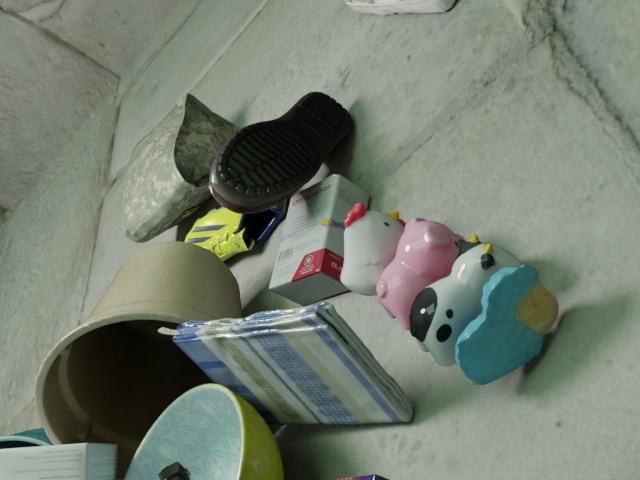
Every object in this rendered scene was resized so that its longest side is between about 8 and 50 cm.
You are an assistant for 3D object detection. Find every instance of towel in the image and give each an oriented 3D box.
[{"bbox_3d":[-0.040,0.165,1.013,0.285,0.209,0.034,-13,35,42],"label":"towel"}]

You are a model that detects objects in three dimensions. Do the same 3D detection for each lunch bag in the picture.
[{"bbox_3d":[-0.322,-0.142,1.762,0.235,0.169,0.287,-36,33,34],"label":"lunch bag"}]

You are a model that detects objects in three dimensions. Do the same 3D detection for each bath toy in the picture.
[{"bbox_3d":[0.131,0.036,0.974,0.151,0.129,0.348,-29,27,-16],"label":"bath toy"}]

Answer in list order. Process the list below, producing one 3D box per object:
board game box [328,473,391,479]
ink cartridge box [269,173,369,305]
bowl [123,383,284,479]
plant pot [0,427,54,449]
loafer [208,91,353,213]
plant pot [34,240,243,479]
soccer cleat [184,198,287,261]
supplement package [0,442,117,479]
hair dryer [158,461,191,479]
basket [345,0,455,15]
[{"bbox_3d":[0.020,0.367,0.925,0.141,0.048,0.170,-27,43,45],"label":"board game box"},{"bbox_3d":[0.000,0.000,1.251,0.127,0.072,0.175,-22,47,48],"label":"ink cartridge box"},{"bbox_3d":[-0.136,0.353,1.058,0.289,0.156,0.289,-35,38,33],"label":"bowl"},{"bbox_3d":[-0.453,0.432,1.330,0.271,0.272,0.255,-58,-5,3],"label":"plant pot"},{"bbox_3d":[-0.065,-0.127,1.328,0.366,0.134,0.130,-40,-10,-50],"label":"loafer"},{"bbox_3d":[-0.247,0.165,1.272,0.334,0.334,0.305,-46,22,21],"label":"plant pot"},{"bbox_3d":[-0.170,-0.009,1.496,0.289,0.093,0.121,-42,41,28],"label":"soccer cleat"},{"bbox_3d":[-0.359,0.404,1.077,0.134,0.139,0.244,76,-170,-74],"label":"supplement package"},{"bbox_3d":[-0.159,0.368,0.830,0.223,0.080,0.293,-52,23,-18],"label":"hair dryer"},{"bbox_3d":[0.130,-0.607,1.405,0.331,0.266,0.328,-62,31,0],"label":"basket"}]
